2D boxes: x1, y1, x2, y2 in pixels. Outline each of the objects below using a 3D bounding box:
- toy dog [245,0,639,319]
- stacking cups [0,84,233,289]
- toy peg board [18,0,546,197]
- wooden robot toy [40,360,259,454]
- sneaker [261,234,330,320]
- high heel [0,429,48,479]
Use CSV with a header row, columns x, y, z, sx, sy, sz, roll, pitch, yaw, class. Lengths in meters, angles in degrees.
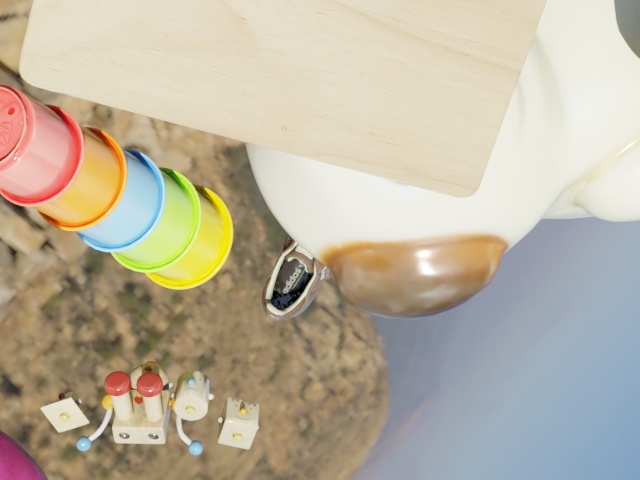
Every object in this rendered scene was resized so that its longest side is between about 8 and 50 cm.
x,y,z,sx,sy,sz,roll,pitch,yaw,class
0.130,-0.118,0.870,0.407,0.285,0.395,-22,175,-38,toy dog
-0.169,-0.031,0.978,0.096,0.096,0.316,-52,158,4,stacking cups
-0.003,-0.118,0.440,0.079,0.161,0.161,-108,-146,-68,toy peg board
-0.135,0.122,1.051,0.079,0.173,0.076,-87,179,-53,wooden robot toy
0.000,0.000,1.283,0.188,0.066,0.071,-64,179,12,sneaker
-0.246,0.179,0.631,0.244,0.117,0.082,-46,-164,-8,high heel
